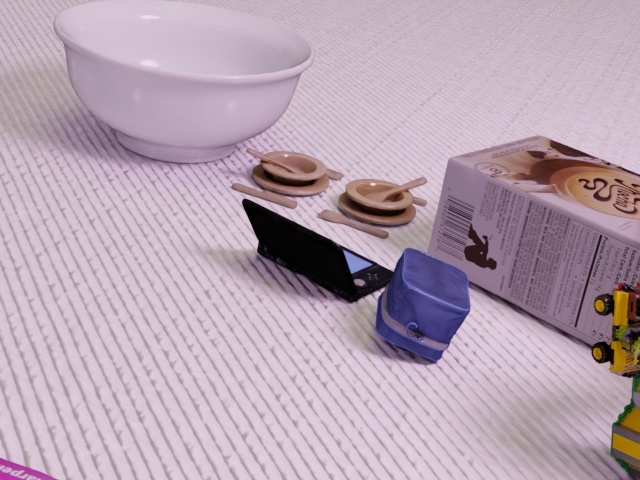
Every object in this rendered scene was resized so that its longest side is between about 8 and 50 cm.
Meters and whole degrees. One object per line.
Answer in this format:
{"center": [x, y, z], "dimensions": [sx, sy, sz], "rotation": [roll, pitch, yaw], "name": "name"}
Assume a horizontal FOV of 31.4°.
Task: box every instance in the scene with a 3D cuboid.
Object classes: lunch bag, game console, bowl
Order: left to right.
{"center": [-0.160, -0.177, 1.313], "dimensions": [0.298, 0.134, 0.298], "rotation": [7, 25, -3], "name": "bowl"}
{"center": [0.000, 0.000, 1.066], "dimensions": [0.122, 0.071, 0.107], "rotation": [27, 31, 32], "name": "game console"}
{"center": [0.086, 0.060, 0.979], "dimensions": [0.067, 0.065, 0.098], "rotation": [25, 24, -4], "name": "lunch bag"}

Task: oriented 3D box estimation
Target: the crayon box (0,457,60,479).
{"center": [-0.171, 0.232, 0.474], "dimensions": [0.363, 0.106, 0.313], "rotation": [17, 27, 16], "name": "crayon box"}

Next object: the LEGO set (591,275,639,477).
{"center": [0.380, 0.083, 0.810], "dimensions": [0.331, 0.255, 0.192], "rotation": [4, 8, -29], "name": "LEGO set"}

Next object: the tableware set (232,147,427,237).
{"center": [0.016, -0.066, 1.250], "dimensions": [0.194, 0.039, 0.128], "rotation": [19, 26, 20], "name": "tableware set"}

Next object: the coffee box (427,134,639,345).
{"center": [0.274, 0.010, 1.083], "dimensions": [0.297, 0.119, 0.168], "rotation": [28, 30, 35], "name": "coffee box"}
